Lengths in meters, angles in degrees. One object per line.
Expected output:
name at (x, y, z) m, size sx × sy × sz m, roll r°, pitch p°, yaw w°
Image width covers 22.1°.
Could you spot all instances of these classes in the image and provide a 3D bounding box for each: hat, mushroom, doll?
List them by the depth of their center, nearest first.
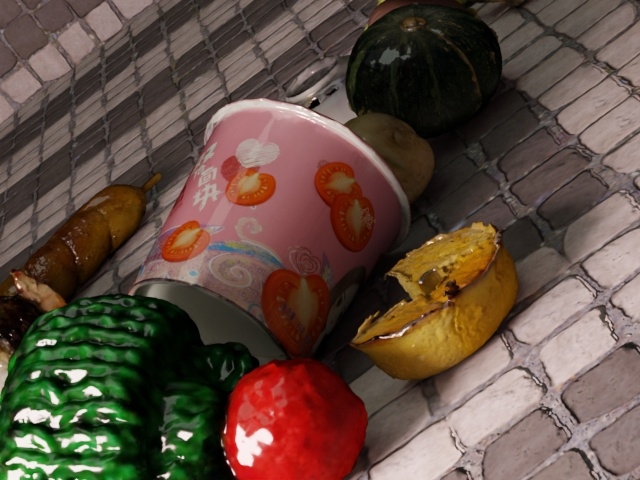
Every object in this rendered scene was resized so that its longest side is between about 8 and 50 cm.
hat at (-0.111, 0.177, 1.467) m, size 0.332 × 0.242 × 0.274 m, roll -5°, pitch 55°, yaw 19°
mushroom at (0.058, -0.078, 1.823) m, size 0.148 × 0.112 × 0.148 m, roll -33°, pitch 23°, yaw 16°
doll at (0.149, -0.285, 2.179) m, size 0.145 × 0.096 × 0.188 m, roll 17°, pitch 24°, yaw 39°

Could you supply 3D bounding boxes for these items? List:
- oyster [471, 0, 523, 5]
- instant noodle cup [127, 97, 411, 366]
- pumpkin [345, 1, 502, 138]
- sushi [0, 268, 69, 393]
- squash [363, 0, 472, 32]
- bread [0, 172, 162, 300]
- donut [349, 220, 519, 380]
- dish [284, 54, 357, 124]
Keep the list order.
oyster at (0.209, -0.357, 2.155) m, size 0.072 × 0.209 × 0.133 m, roll -56°, pitch -17°, yaw -46°
instant noodle cup at (-0.063, 0.017, 1.662) m, size 0.243 × 0.243 × 0.231 m, roll -15°, pitch 36°, yaw 48°
pumpkin at (0.119, -0.198, 1.925) m, size 0.190 × 0.146 × 0.190 m, roll -1°, pitch 25°, yaw 1°
sushi at (-0.467, 0.159, 2.048) m, size 0.343 × 0.196 × 0.182 m, roll -17°, pitch 34°, yaw 18°
squash at (0.193, -0.362, 2.363) m, size 0.237 × 0.155 × 0.204 m, roll -48°, pitch -15°, yaw -22°
bread at (-0.355, 0.008, 2.406) m, size 0.344 × 0.084 × 0.124 m, roll -48°, pitch 22°, yaw -26°
donut at (0.116, 0.054, 1.488) m, size 0.146 × 0.078 × 0.181 m, roll -26°, pitch 17°, yaw 29°
dish at (0.013, -0.186, 2.182) m, size 0.236 × 0.086 × 0.228 m, roll -38°, pitch 19°, yaw 2°
